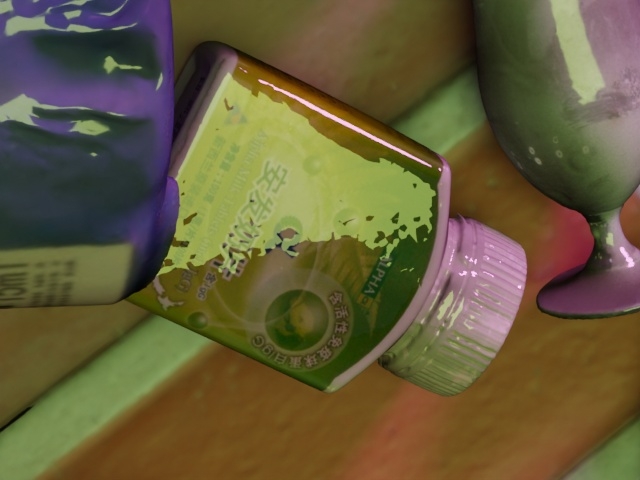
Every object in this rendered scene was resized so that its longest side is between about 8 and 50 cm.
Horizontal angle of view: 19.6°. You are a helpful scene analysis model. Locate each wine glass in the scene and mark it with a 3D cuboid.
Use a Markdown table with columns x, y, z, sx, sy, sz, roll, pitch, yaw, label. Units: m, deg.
| x | y | z | sx | sy | sz | roll | pitch | yaw | label |
| --- | --- | --- | --- | --- | --- | --- | --- | --- | --- |
| 0.128 | -0.069 | 0.924 | 0.093 | 0.093 | 0.202 | -17 | 106 | -9 | wine glass |

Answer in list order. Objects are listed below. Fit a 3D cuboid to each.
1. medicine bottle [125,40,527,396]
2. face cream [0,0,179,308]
| x | y | z | sx | sy | sz | roll | pitch | yaw | label |
| --- | --- | --- | --- | --- | --- | --- | --- | --- | --- |
| 0.000 | 0.000 | 0.911 | 0.188 | 0.088 | 0.132 | 26 | 94 | -16 | medicine bottle |
| -0.183 | -0.093 | 0.771 | 0.225 | 0.249 | 0.249 | -1 | 101 | -16 | face cream |
